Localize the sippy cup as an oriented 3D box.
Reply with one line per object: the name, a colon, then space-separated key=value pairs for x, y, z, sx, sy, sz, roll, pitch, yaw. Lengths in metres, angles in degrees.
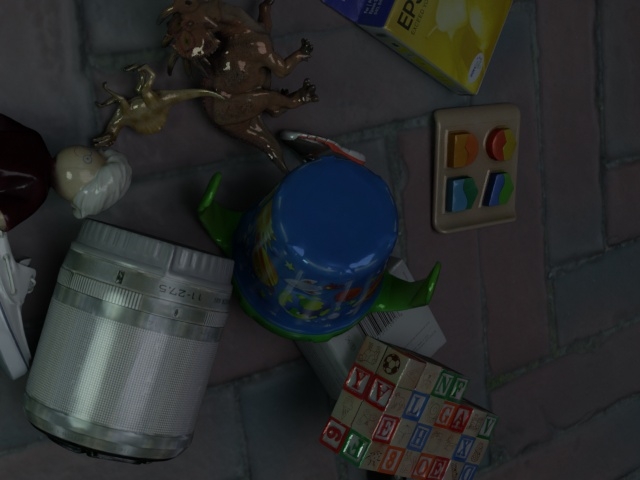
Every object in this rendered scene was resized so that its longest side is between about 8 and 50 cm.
sippy cup: x=0.000 y=0.000 z=1.366 sx=0.305 sy=0.224 sz=0.240 roll=-12 pitch=74 yaw=-16

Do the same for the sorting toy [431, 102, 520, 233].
sorting toy: x=0.271 y=-0.124 z=1.707 sx=0.193 sy=0.038 sz=0.208 roll=-10 pitch=104 yaw=-34

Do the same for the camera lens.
camera lens: x=-0.241 y=0.129 z=1.274 sx=0.219 sy=0.219 sz=0.274 roll=17 pitch=88 yaw=-36

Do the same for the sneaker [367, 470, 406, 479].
sneaker: x=0.151 y=0.344 z=1.675 sx=0.130 sy=0.087 sz=0.228 roll=8 pitch=88 yaw=-30

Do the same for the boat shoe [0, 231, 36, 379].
boat shoe: x=-0.391 y=0.045 z=1.228 sx=0.084 sy=0.095 sz=0.258 roll=-23 pitch=112 yaw=-27

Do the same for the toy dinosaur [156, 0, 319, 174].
toy dinosaur: x=-0.122 y=-0.224 z=1.364 sx=0.200 sy=0.127 sz=0.296 roll=-20 pitch=122 yaw=-24

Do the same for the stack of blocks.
stack of blocks: x=0.151 y=0.266 z=1.521 sx=0.297 sy=0.087 sz=0.171 roll=25 pitch=90 yaw=-47

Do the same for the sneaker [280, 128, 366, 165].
sneaker: x=0.002 y=-0.120 z=1.504 sx=0.158 sy=0.061 sz=0.065 roll=19 pitch=94 yaw=-36

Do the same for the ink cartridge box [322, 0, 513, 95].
ink cartridge box: x=0.184 y=-0.432 z=1.573 sx=0.307 sy=0.072 sz=0.304 roll=27 pitch=83 yaw=-38

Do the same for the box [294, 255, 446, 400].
box: x=0.070 y=0.140 z=1.560 sx=0.181 sy=0.119 sz=0.182 roll=-43 pitch=121 yaw=-22

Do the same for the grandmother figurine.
grandmother figurine: x=-0.385 y=-0.089 z=1.149 sx=0.342 sy=0.104 sz=0.208 roll=7 pitch=55 yaw=-26

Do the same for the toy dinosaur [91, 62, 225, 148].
toy dinosaur: x=-0.226 y=-0.187 z=1.322 sx=0.183 sy=0.053 sz=0.093 roll=-25 pitch=114 yaw=-2
